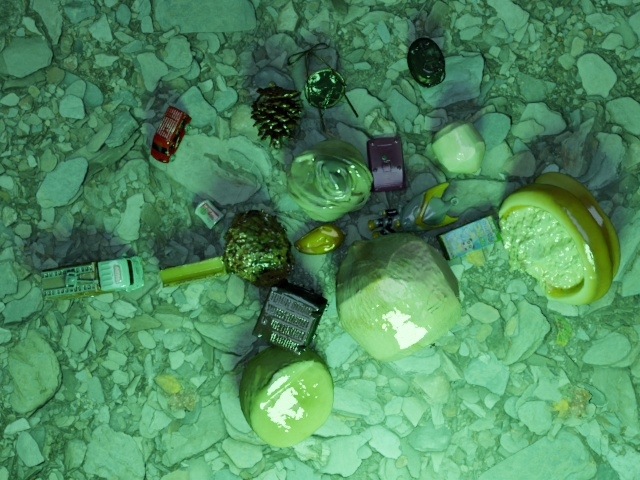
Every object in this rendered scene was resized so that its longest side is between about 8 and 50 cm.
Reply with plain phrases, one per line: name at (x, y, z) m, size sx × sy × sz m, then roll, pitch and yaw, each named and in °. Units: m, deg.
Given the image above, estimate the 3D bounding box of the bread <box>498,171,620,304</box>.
bread at (0.776, -0.001, 1.633) m, size 0.245 × 0.329 × 0.423 m, roll -28°, pitch 86°, yaw -39°

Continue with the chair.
chair at (0.012, -0.529, 1.713) m, size 0.160 × 0.170 × 0.325 m, roll -26°, pitch 44°, yaw 6°

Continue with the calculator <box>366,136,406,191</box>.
calculator at (0.228, -0.266, 1.742) m, size 0.127 × 0.034 × 0.190 m, roll -6°, pitch 87°, yaw 5°

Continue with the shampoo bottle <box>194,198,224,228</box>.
shampoo bottle at (-0.396, -0.098, 1.765) m, size 0.072 × 0.043 × 0.099 m, roll -44°, pitch 87°, yaw 1°

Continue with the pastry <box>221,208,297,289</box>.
pastry at (-0.193, 0.021, 1.648) m, size 0.275 × 0.193 × 0.274 m, roll 10°, pitch 68°, yaw -26°

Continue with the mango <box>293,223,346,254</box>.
mango at (0.000, 0.000, 1.733) m, size 0.188 × 0.066 × 0.101 m, roll -19°, pitch 96°, yaw 8°

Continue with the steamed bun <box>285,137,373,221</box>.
steamed bun at (0.025, -0.201, 1.666) m, size 0.280 × 0.207 × 0.267 m, roll -29°, pitch 87°, yaw 4°

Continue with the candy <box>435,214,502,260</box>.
candy at (0.506, -0.010, 1.707) m, size 0.195 × 0.062 × 0.097 m, roll -22°, pitch 87°, yaw 1°

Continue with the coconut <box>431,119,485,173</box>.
coconut at (0.463, -0.301, 1.669) m, size 0.171 × 0.171 × 0.182 m, roll -26°, pitch 85°, yaw 2°

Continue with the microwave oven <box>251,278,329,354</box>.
microwave oven at (-0.084, 0.238, 1.612) m, size 0.178 × 0.247 × 0.188 m, roll 25°, pitch 91°, yaw 7°

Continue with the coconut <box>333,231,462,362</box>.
coconut at (0.216, 0.150, 1.565) m, size 0.405 × 0.404 × 0.404 m, roll 0°, pitch 89°, yaw 3°

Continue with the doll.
doll at (0.318, -0.086, 1.701) m, size 0.317 × 0.103 × 0.145 m, roll -20°, pitch 92°, yaw 8°

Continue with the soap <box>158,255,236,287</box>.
soap at (-0.420, 0.105, 1.717) m, size 0.234 × 0.135 × 0.076 m, roll -11°, pitch 88°, yaw 4°

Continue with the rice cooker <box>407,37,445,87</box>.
rice cooker at (0.361, -0.607, 1.708) m, size 0.112 × 0.106 × 0.165 m, roll -24°, pitch 77°, yaw -1°

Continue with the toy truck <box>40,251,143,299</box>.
toy truck at (-0.784, 0.128, 1.721) m, size 0.306 × 0.162 × 0.136 m, roll -9°, pitch 88°, yaw 3°

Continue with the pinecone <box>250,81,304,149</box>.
pinecone at (-0.152, -0.421, 1.697) m, size 0.169 × 0.185 × 0.212 m, roll 13°, pitch 109°, yaw -20°

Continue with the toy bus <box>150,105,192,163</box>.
toy bus at (-0.532, -0.369, 1.756) m, size 0.081 × 0.089 × 0.195 m, roll 27°, pitch 90°, yaw 4°

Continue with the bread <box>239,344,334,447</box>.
bread at (-0.115, 0.498, 1.649) m, size 0.321 × 0.237 × 0.320 m, roll -1°, pitch 100°, yaw -7°
